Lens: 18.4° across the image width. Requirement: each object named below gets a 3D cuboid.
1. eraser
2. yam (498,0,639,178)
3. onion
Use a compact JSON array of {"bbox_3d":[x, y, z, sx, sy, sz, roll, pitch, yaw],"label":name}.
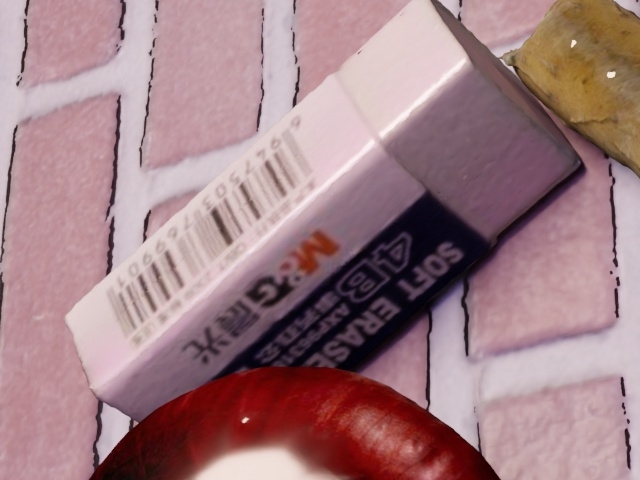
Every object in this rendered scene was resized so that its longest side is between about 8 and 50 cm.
[{"bbox_3d":[0.000,0.000,1.138,0.287,0.130,0.086,-42,46,12],"label":"eraser"},{"bbox_3d":[0.229,-0.022,1.021,0.083,0.083,0.371,-48,50,5],"label":"yam"},{"bbox_3d":[-0.012,0.194,1.017,0.273,0.285,0.273,1,96,10],"label":"onion"}]
